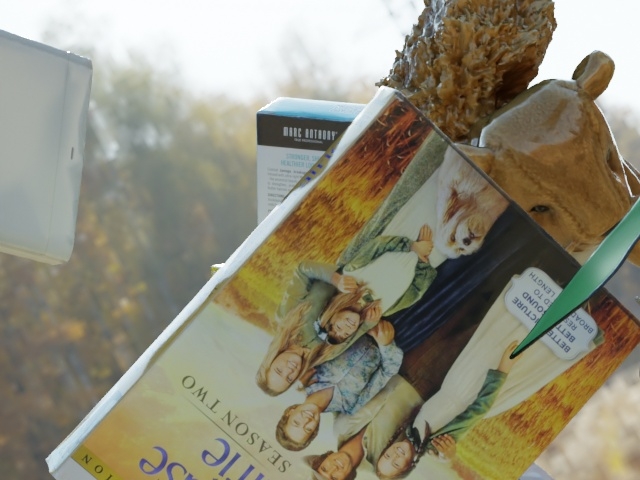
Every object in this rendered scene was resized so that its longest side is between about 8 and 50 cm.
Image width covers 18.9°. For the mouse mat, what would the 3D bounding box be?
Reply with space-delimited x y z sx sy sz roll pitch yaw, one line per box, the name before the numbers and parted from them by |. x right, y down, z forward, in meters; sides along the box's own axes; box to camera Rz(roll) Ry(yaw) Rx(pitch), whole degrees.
mouse mat | 0.211 0.001 1.359 0.190 0.007 0.152 -49 -1 -26

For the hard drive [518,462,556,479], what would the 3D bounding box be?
hard drive | 0.119 0.317 1.847 0.040 0.210 0.319 -19 -42 -44

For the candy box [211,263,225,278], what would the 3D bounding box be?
candy box | -0.014 0.064 1.900 0.206 0.105 0.027 -7 12 -34

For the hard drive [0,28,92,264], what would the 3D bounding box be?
hard drive | -0.351 -0.109 1.738 0.307 0.203 0.040 17 -20 -38

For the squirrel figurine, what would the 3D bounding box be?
squirrel figurine | 0.191 -0.101 1.991 0.281 0.397 0.370 -30 -13 -1

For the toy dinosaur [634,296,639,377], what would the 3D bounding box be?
toy dinosaur | 0.372 0.063 1.618 0.121 0.160 0.313 8 30 28

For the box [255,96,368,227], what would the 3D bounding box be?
box | 0.000 0.000 1.710 0.100 0.244 0.060 7 19 18

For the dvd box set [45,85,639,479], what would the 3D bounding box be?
dvd box set | 0.025 0.128 1.597 0.420 0.307 0.062 -47 13 -2
